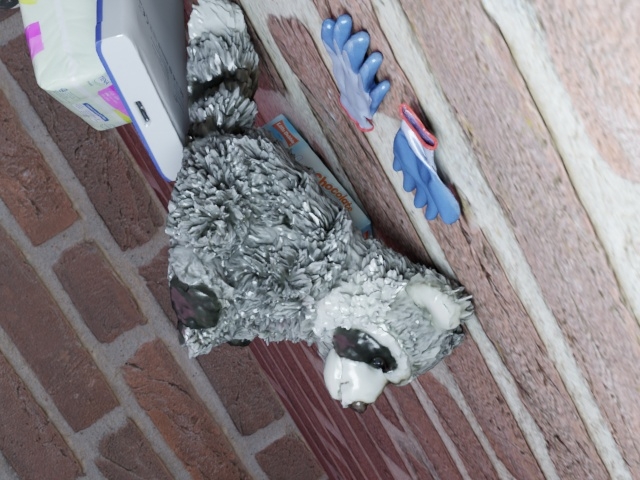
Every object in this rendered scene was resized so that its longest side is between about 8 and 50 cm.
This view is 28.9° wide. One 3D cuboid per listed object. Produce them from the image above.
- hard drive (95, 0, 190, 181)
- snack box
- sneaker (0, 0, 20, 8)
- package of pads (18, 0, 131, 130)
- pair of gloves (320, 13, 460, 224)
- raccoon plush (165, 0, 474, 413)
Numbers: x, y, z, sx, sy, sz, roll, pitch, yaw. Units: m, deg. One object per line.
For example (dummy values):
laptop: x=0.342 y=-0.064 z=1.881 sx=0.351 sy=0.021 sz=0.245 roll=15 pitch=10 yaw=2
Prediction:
hard drive: x=-0.199 y=-0.251 z=1.404 sx=0.210 sy=0.040 sz=0.318 roll=68 pitch=-170 yaw=-47
snack box: x=0.000 y=0.000 z=1.564 sx=0.187 sy=0.060 sz=0.322 roll=51 pitch=168 yaw=25
sneaker: x=-0.423 y=-0.470 z=1.734 sx=0.118 sy=0.110 sz=0.292 roll=-123 pitch=44 yaw=-61
package of pads: x=-0.279 y=-0.292 z=1.448 sx=0.229 sy=0.101 sz=0.296 roll=44 pitch=-149 yaw=-79
pair of gloves: x=0.062 y=-0.103 z=1.083 sx=0.198 sy=0.023 sz=0.159 roll=54 pitch=171 yaw=19
raccoon plush: x=0.004 y=-0.048 z=1.287 sx=0.216 sy=0.299 sz=0.446 roll=0 pitch=-91 yaw=-85
